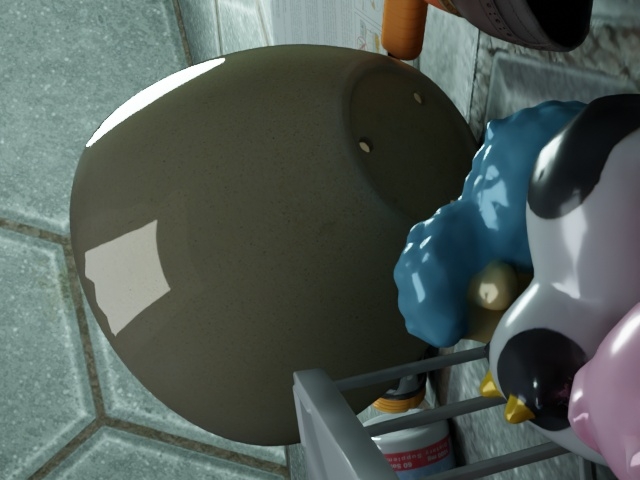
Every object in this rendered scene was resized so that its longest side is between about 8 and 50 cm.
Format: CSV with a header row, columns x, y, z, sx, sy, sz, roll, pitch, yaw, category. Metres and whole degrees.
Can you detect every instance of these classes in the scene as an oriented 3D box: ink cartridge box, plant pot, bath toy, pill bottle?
x,y,z,sx,sy,sz,roll,pitch,yaw,category
0.031,-0.181,0.931,0.232,0.066,0.189,40,146,40,ink cartridge box
0.001,-0.021,0.730,0.191,0.284,0.284,-30,68,42,plant pot
0.126,0.029,0.354,0.348,0.129,0.151,-148,47,-76,bath toy
0.086,0.240,0.963,0.087,0.087,0.160,-154,52,-78,pill bottle

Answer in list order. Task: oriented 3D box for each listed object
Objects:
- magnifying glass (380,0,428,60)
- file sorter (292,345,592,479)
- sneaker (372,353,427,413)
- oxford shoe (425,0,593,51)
x,y,z,sx,sy,sz,roll,pitch,yaw,category
0.053,-0.191,0.598,0.092,0.026,0.231,40,155,23,magnifying glass
0.108,0.180,0.505,0.277,0.173,0.192,-133,33,-71,file sorter
0.046,0.057,1.010,0.083,0.084,0.215,94,152,-49,sneaker
0.090,-0.204,0.444,0.098,0.097,0.271,45,157,41,oxford shoe
